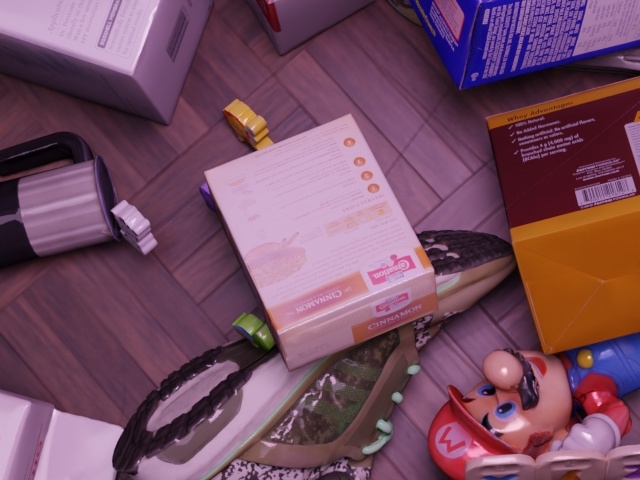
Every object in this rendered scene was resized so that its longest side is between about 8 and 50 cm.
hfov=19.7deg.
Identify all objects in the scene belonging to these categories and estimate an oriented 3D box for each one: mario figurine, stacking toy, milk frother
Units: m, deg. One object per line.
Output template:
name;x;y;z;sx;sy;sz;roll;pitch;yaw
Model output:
mario figurine;0.228;0.098;1.630;0.320;0.198;0.170;-36;93;-6
stacking toy;-0.062;-0.016;1.677;0.167;0.052;0.221;-42;60;-17
milk frother;-0.269;-0.052;1.702;0.134;0.143;0.129;-14;75;4

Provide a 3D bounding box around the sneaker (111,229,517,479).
sneaker;0.017;0.140;1.688;0.410;0.158;0.182;-33;113;-3

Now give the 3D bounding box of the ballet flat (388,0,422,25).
ballet flat;0.064;-0.305;1.746;0.077;0.079;0.221;-24;82;2

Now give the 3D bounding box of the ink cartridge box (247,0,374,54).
ink cartridge box;-0.063;-0.332;1.698;0.114;0.197;0.273;-31;82;-2

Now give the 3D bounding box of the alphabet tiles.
alphabet tiles;0.208;0.231;1.575;0.284;0.278;0.021;-5;60;3

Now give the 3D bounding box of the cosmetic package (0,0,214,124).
cosmetic package;-0.235;-0.218;1.680;0.224;0.224;0.138;19;84;6

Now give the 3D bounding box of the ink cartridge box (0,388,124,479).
ink cartridge box;-0.375;0.221;1.684;0.353;0.119;0.207;13;83;5

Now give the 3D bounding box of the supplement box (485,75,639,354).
supplement box;0.259;-0.030;1.604;0.191;0.194;0.129;-15;125;8

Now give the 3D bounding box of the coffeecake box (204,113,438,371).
coffeecake box;0.000;0.000;1.589;0.142;0.068;0.185;-22;56;-6

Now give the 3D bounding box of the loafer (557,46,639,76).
loafer;0.342;-0.158;1.700;0.319;0.112;0.111;20;92;11

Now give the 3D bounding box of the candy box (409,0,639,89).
candy box;0.220;-0.299;1.635;0.317;0.122;0.268;-15;58;-17
